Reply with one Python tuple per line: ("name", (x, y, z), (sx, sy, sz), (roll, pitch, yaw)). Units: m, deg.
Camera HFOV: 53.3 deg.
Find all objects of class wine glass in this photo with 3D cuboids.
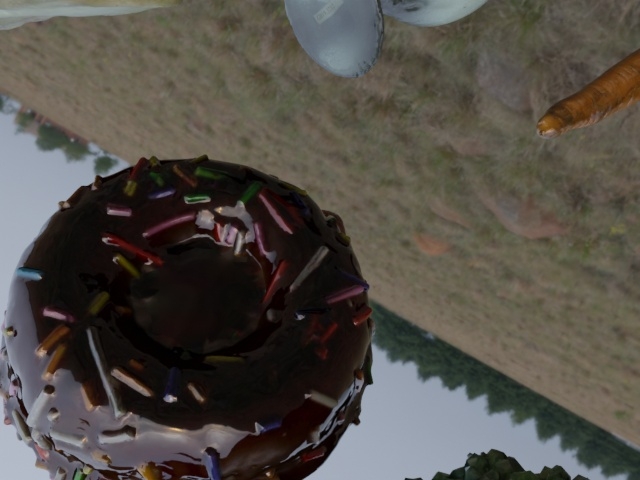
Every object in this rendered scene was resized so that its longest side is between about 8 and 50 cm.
("wine glass", (0.076, -0.195, 0.444), (0.093, 0.202, 0.093), (36, 148, 27))

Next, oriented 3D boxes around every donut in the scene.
("donut", (-0.073, 0.044, 0.382), (0.235, 0.235, 0.089), (29, 142, 8))

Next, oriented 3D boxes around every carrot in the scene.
("carrot", (0.340, -0.174, 0.745), (0.059, 0.247, 0.059), (53, 163, 24))

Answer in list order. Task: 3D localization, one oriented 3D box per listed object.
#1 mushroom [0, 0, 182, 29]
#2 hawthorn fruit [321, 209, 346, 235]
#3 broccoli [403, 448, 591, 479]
("mushroom", (-0.319, -0.337, 0.661), (0.291, 0.218, 0.212), (4, -159, 31))
("hawthorn fruit", (0.000, -0.005, 0.890), (0.077, 0.077, 0.077), (29, 177, 1))
("broccoli", (0.040, 0.294, 0.334), (0.338, 0.318, 0.277), (-17, 153, 19))
